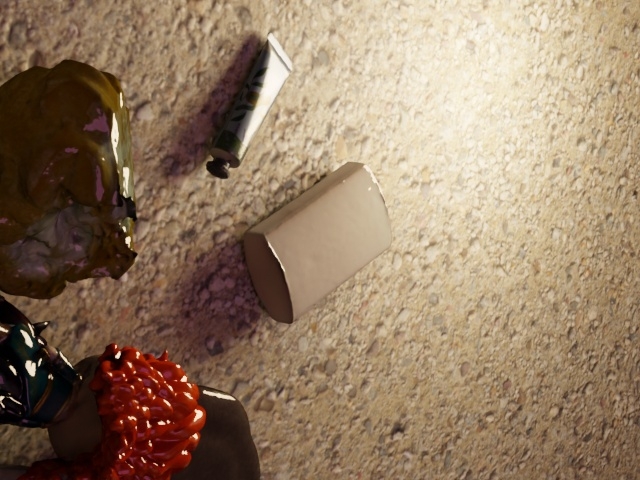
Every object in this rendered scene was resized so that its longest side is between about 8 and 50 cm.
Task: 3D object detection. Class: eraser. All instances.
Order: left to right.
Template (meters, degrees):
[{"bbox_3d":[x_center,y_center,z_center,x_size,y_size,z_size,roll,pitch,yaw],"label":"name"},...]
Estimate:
[{"bbox_3d":[0.000,0.000,2.154,0.270,0.095,0.174,-36,121,-35],"label":"eraser"}]

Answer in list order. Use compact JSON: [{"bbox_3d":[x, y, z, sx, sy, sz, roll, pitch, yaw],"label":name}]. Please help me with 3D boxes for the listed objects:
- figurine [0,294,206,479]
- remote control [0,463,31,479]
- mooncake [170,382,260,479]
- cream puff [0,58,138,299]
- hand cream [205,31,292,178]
[{"bbox_3d":[-0.352,0.201,1.660,0.412,0.306,0.241,31,84,-9],"label":"figurine"},{"bbox_3d":[-0.396,0.434,1.765,0.221,0.103,0.332,-39,120,13],"label":"remote control"},{"bbox_3d":[-0.230,0.365,1.947,0.306,0.154,0.306,-11,106,-43],"label":"mooncake"},{"bbox_3d":[-0.377,-0.095,1.664,0.323,0.270,0.274,98,-10,-58],"label":"cream puff"},{"bbox_3d":[-0.116,-0.215,2.037,0.088,0.055,0.256,49,57,-43],"label":"hand cream"}]
